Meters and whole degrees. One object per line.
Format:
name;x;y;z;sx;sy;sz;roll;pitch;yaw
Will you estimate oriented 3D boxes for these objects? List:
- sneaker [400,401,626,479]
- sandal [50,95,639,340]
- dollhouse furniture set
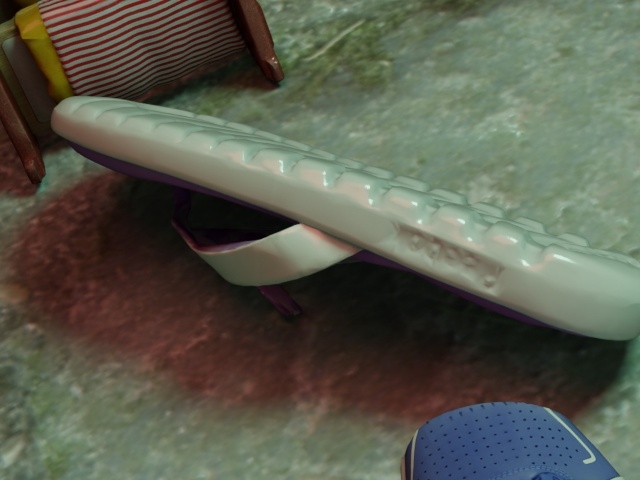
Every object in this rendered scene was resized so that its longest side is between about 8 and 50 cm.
sneaker;0.114;0.174;0.690;0.127;0.182;0.315;-17;46;2
sandal;-0.009;-0.001;0.944;0.416;0.169;0.102;20;97;32
dollhouse furniture set;-0.188;-0.246;1.053;0.201;0.374;0.152;-25;41;-3
